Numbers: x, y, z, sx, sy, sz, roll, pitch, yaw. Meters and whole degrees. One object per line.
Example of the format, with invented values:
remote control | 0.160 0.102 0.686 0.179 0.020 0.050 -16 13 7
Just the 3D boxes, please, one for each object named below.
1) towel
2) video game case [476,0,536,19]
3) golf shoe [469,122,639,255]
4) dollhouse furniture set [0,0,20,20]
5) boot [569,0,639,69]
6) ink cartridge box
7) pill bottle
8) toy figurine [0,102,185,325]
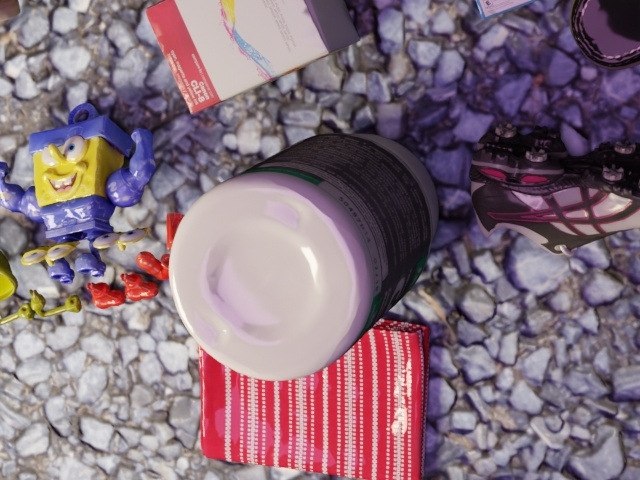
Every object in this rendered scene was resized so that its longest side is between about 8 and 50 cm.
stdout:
towel | -0.012 0.177 1.996 0.274 0.031 0.199 6 105 16
video game case | 0.199 -0.331 1.818 0.119 0.015 0.166 -18 97 21
golf shoe | 0.291 -0.043 1.825 0.273 0.105 0.120 13 122 20
dollhouse furniture set | -0.343 -0.401 1.738 0.394 0.256 0.362 -13 112 -16
boot | 0.369 -0.289 1.589 0.377 0.284 0.138 -37 89 20
ink cartridge box | -0.070 -0.235 1.864 0.176 0.128 0.127 -22 96 21
pill bottle | 0.000 0.000 1.772 0.204 0.361 0.204 4 104 17
toy figurine | -0.288 -0.047 2.002 0.362 0.191 0.217 -12 69 27
